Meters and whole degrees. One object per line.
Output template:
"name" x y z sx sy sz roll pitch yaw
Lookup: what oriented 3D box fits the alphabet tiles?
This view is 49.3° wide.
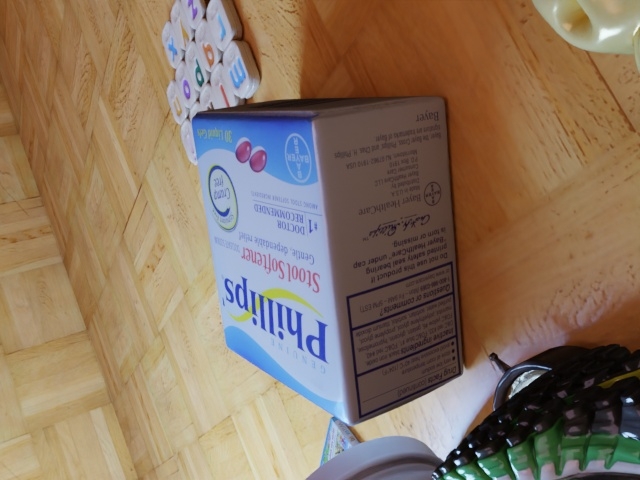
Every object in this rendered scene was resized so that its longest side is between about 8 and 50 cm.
"alphabet tiles" -0.166 -0.226 1.030 0.284 0.021 0.278 -35 73 58

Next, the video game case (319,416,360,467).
"video game case" 0.055 0.332 0.932 0.166 0.015 0.119 46 140 38

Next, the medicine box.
"medicine box" 0.000 0.000 0.738 0.263 0.149 0.290 15 116 56

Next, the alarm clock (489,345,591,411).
"alarm clock" 0.215 0.151 0.538 0.192 0.064 0.130 7 109 60

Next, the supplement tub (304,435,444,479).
"supplement tub" 0.111 0.362 0.613 0.331 0.240 0.241 47 140 50

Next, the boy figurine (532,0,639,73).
"boy figurine" 0.192 -0.183 0.396 0.177 0.092 0.285 -43 68 56

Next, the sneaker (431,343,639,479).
"sneaker" 0.190 0.143 0.399 0.146 0.134 0.343 60 150 5
